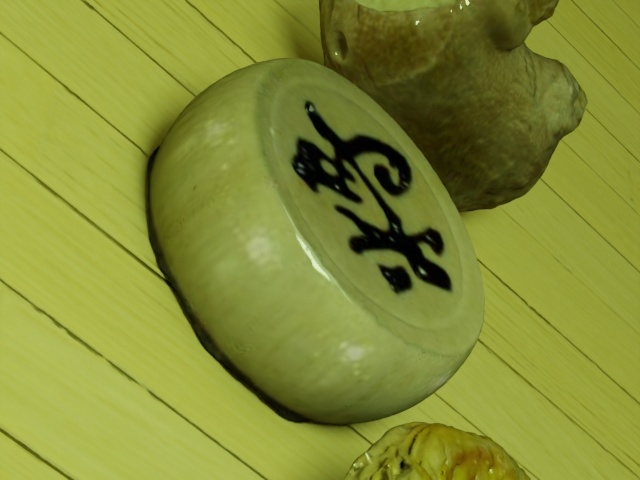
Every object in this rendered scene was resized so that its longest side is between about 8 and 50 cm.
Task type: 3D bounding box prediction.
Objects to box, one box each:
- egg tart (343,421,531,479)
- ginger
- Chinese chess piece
[{"bbox_3d":[0.089,0.249,1.151,0.295,0.116,0.295,40,28,-26],"label":"egg tart"},{"bbox_3d":[0.114,-0.137,1.514,0.275,0.221,0.130,20,34,-36],"label":"ginger"},{"bbox_3d":[0.000,0.000,1.289,0.257,0.104,0.257,39,31,-30],"label":"Chinese chess piece"}]
